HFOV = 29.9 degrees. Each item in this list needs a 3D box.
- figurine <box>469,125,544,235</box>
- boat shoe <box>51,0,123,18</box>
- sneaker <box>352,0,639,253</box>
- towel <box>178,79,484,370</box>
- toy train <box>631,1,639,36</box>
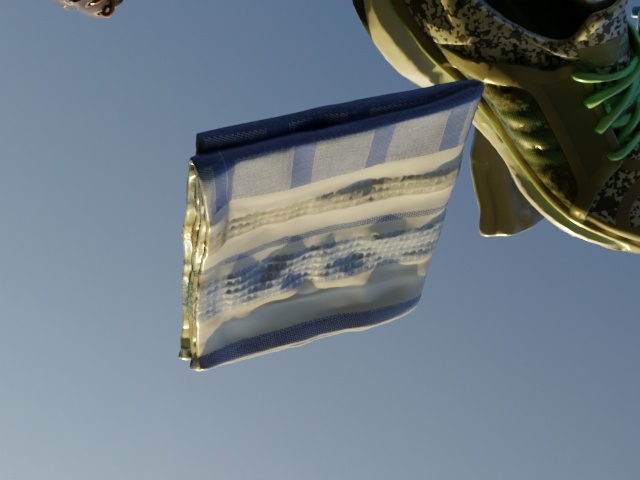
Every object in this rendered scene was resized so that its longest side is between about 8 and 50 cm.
[{"bbox_3d":[0.228,-0.117,1.229,0.215,0.092,0.209,-2,-70,42],"label":"figurine"},{"bbox_3d":[-0.262,-0.307,1.319,0.342,0.123,0.123,-161,-93,-76],"label":"boat shoe"},{"bbox_3d":[0.217,-0.133,1.007,0.410,0.158,0.182,36,-20,-9],"label":"sneaker"},{"bbox_3d":[0.000,0.000,0.868,0.285,0.209,0.034,101,-29,-56],"label":"towel"},{"bbox_3d":[0.373,-0.219,1.292,0.080,0.184,0.105,10,-22,11],"label":"toy train"}]
